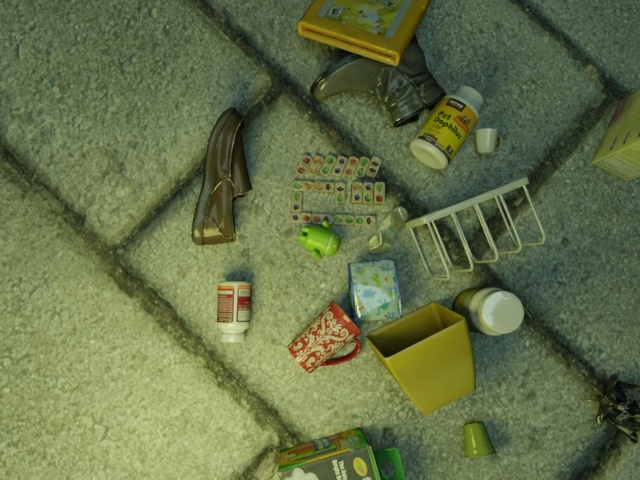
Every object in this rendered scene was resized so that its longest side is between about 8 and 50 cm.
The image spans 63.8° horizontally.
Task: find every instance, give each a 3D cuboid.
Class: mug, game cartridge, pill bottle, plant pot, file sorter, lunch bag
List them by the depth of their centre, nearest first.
[{"bbox_3d":[0.262,0.298,1.274,0.212,0.212,0.187,-25,97,-5],"label":"plant pot"},{"bbox_3d":[0.416,0.176,1.283,0.119,0.208,0.119,0,84,-3],"label":"pill bottle"},{"bbox_3d":[0.019,0.262,1.306,0.169,0.113,0.150,-40,85,-3],"label":"mug"},{"bbox_3d":[-0.221,0.180,1.314,0.086,0.086,0.152,1,83,-3],"label":"pill bottle"},{"bbox_3d":[0.391,-0.023,1.316,0.277,0.193,0.173,-21,88,-5],"label":"file sorter"},{"bbox_3d":[0.401,0.508,1.318,0.083,0.083,0.079,-8,71,-4],"label":"plant pot"},{"bbox_3d":[0.138,0.127,1.332,0.129,0.096,0.151,-6,94,-3],"label":"lunch bag"},{"bbox_3d":[0.133,-0.630,1.372,0.285,0.053,0.324,22,67,10],"label":"game cartridge"},{"bbox_3d":[0.344,-0.306,1.379,0.117,0.117,0.215,36,83,1],"label":"pill bottle"},{"bbox_3d":[0.464,-0.271,1.412,0.078,0.062,0.064,2,91,4],"label":"mug"}]

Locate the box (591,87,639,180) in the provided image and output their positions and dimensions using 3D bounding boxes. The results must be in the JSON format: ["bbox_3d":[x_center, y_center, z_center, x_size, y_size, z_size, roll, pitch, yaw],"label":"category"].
[{"bbox_3d":[0.865,-0.297,1.340,0.117,0.243,0.213,27,82,0],"label":"box"}]

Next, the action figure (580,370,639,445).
[{"bbox_3d":[0.823,0.439,1.311,0.275,0.141,0.164,19,85,-4],"label":"action figure"}]

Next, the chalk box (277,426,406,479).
[{"bbox_3d":[0.056,0.576,1.239,0.289,0.179,0.180,-14,84,-5],"label":"chalk box"}]

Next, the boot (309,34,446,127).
[{"bbox_3d":[0.160,-0.402,1.387,0.338,0.118,0.223,-26,91,-1],"label":"boot"}]

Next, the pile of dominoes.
[{"bbox_3d":[0.047,-0.140,1.385,0.251,0.040,0.196,2,84,-3],"label":"pile of dominoes"}]

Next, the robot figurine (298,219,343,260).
[{"bbox_3d":[0.000,0.000,1.353,0.115,0.067,0.101,20,71,-1],"label":"robot figurine"}]

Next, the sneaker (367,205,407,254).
[{"bbox_3d":[0.180,-0.027,1.376,0.053,0.061,0.152,35,102,-6],"label":"sneaker"}]

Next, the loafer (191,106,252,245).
[{"bbox_3d":[-0.237,-0.158,1.339,0.130,0.134,0.366,12,93,-6],"label":"loafer"}]
